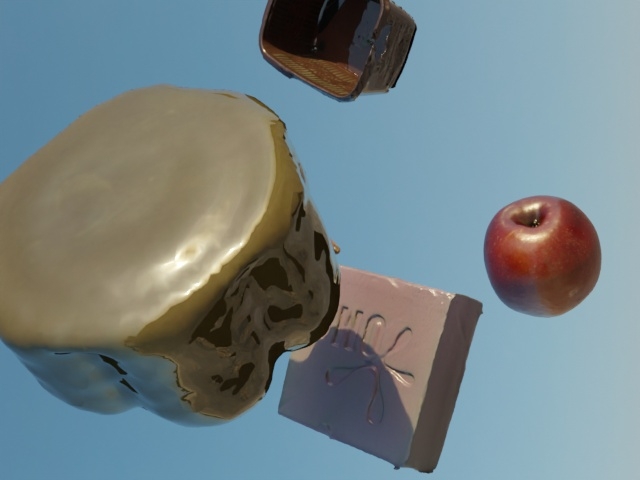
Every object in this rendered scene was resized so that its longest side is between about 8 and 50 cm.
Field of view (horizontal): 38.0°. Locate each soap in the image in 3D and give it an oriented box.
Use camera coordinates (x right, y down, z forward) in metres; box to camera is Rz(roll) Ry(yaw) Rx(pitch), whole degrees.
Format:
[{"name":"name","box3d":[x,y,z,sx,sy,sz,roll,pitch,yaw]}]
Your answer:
[{"name":"soap","box3d":[0.091,0.197,1.516,0.107,0.296,0.285,16,-94,-47]}]

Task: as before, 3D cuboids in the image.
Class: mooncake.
[{"name":"mooncake","box3d":[-0.209,0.016,1.239,0.262,0.467,0.467,72,-149,-49]}]

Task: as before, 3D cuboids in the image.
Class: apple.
[{"name":"apple","box3d":[0.415,0.029,1.747,0.218,0.218,0.201,-62,-33,-43]}]

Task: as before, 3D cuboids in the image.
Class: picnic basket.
[{"name":"picnic basket","box3d":[0.036,-0.374,1.649,0.129,0.297,0.222,1,-63,-45]}]

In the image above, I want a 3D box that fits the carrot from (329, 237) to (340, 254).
[{"name":"carrot","box3d":[0.000,0.002,1.713,0.036,0.165,0.035,-6,-72,-19]}]
